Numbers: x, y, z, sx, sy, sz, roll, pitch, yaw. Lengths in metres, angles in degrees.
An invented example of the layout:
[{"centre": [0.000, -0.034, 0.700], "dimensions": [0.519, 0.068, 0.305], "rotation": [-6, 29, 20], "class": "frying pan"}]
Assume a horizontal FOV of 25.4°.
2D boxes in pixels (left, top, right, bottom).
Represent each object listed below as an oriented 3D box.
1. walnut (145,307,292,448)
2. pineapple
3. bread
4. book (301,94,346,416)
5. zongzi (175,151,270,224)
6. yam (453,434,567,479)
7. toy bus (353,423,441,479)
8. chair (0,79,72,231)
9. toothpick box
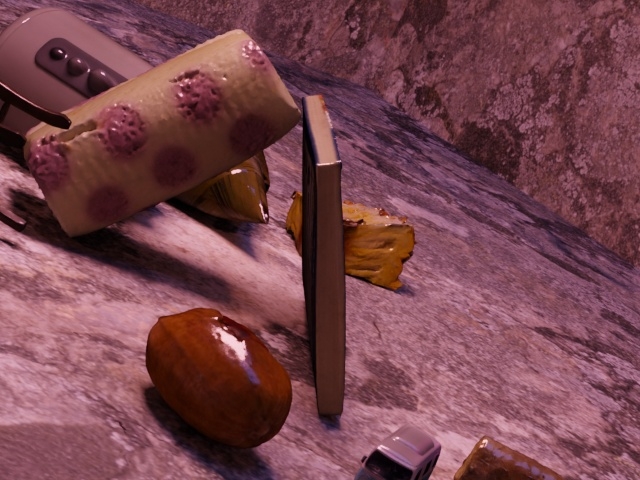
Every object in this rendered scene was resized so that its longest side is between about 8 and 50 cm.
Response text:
[{"centre": [-0.107, 0.131, 1.419], "dimensions": [0.116, 0.115, 0.207], "rotation": [12, 18, -46], "class": "walnut"}, {"centre": [0.033, -0.008, 2.281], "dimensions": [0.236, 0.114, 0.186], "rotation": [20, 11, 20], "class": "pineapple"}, {"centre": [-0.204, -0.137, 1.809], "dimensions": [0.155, 0.338, 0.187], "rotation": [63, -3, -17], "class": "bread"}, {"centre": [0.000, 0.000, 1.755], "dimensions": [0.039, 0.300, 0.428], "rotation": [-1, 17, -3], "class": "book"}, {"centre": [-0.204, -0.112, 2.146], "dimensions": [0.286, 0.138, 0.300], "rotation": [19, 16, -16], "class": "zongzi"}, {"centre": [0.294, 0.310, 1.577], "dimensions": [0.300, 0.066, 0.066], "rotation": [28, 13, 4], "class": "yam"}, {"centre": [0.078, 0.232, 1.439], "dimensions": [0.060, 0.074, 0.123], "rotation": [29, 13, 15], "class": "toy bus"}, {"centre": [-0.474, -0.131, 1.608], "dimensions": [0.319, 0.186, 0.160], "rotation": [29, 18, 4], "class": "chair"}, {"centre": [-0.317, -0.185, 2.017], "dimensions": [0.316, 0.229, 0.229], "rotation": [33, 15, 25], "class": "toothpick box"}]
